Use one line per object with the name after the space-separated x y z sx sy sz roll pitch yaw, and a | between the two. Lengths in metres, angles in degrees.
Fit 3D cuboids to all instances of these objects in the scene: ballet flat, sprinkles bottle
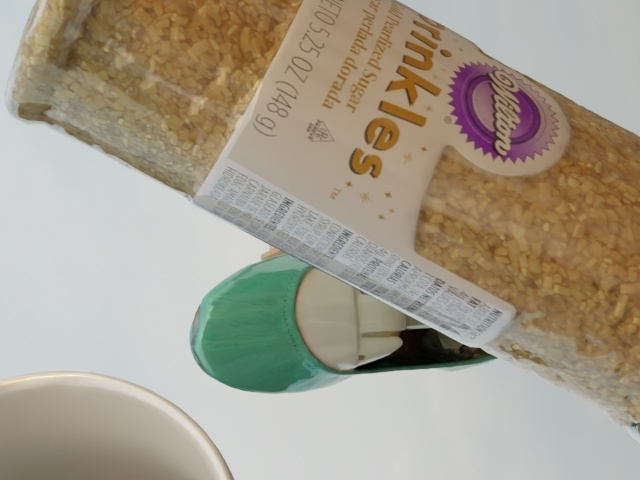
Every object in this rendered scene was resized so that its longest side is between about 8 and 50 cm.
0.037 0.042 1.003 0.247 0.087 0.083 -2 -99 -44 | ballet flat
0.049 -0.026 0.709 0.355 0.121 0.121 27 -147 -7 | sprinkles bottle

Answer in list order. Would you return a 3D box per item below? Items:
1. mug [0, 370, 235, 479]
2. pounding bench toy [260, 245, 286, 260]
-0.118 0.314 1.064 0.374 0.276 0.328 42 161 37 | mug
0.000 0.000 1.328 0.052 0.083 0.065 55 -162 -35 | pounding bench toy
